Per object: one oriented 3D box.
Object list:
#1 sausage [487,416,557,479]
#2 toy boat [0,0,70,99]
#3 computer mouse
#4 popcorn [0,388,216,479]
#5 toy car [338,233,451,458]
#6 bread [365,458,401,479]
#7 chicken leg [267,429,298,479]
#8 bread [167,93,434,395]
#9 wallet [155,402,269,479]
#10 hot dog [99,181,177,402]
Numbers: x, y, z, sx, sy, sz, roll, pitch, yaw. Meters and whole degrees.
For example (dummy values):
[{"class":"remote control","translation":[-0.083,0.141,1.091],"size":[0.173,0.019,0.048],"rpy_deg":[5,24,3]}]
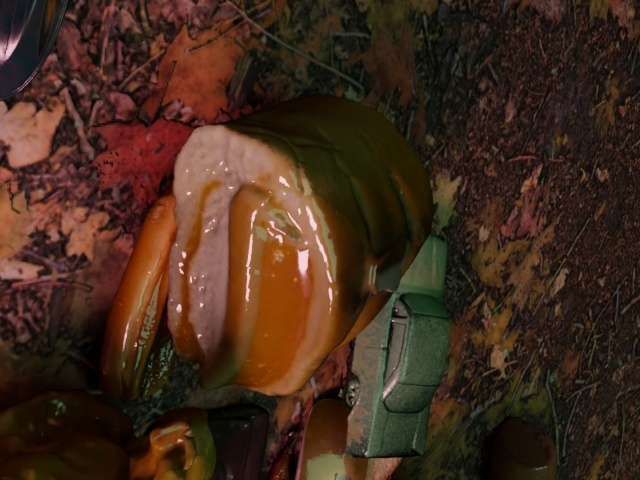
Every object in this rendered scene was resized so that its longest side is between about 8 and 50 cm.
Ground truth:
[{"class":"sausage","translation":[0.357,0.455,1.629],"size":[0.123,0.123,0.253],"rpy_deg":[-18,116,-40]},{"class":"toy boat","translation":[-0.250,-0.242,0.791],"size":[0.103,0.093,0.246],"rpy_deg":[4,103,-68]},{"class":"computer mouse","translation":[0.011,0.318,1.251],"size":[0.102,0.045,0.199],"rpy_deg":[15,82,-24]},{"class":"popcorn","translation":[-0.240,0.297,0.823],"size":[0.321,0.326,0.290],"rpy_deg":[-17,126,-22]},{"class":"toy car","translation":[0.116,0.141,1.262],"size":[0.141,0.097,0.321],"rpy_deg":[12,84,-46]},{"class":"bread","translation":[0.062,0.307,1.336],"size":[0.129,0.044,0.126],"rpy_deg":[-39,120,-22]},{"class":"chicken leg","translation":[-0.051,0.331,1.236],"size":[0.062,0.037,0.145],"rpy_deg":[-25,125,-63]},{"class":"bread","translation":[0.000,0.000,1.002],"size":[0.341,0.210,0.300],"rpy_deg":[-28,135,-60]},{"class":"wallet","translation":[-0.145,0.320,1.131],"size":[0.182,0.049,0.229],"rpy_deg":[2,101,-42]},{"class":"hot dog","translation":[-0.182,0.057,0.981],"size":[0.100,0.068,0.249],"rpy_deg":[8,101,-67]}]
